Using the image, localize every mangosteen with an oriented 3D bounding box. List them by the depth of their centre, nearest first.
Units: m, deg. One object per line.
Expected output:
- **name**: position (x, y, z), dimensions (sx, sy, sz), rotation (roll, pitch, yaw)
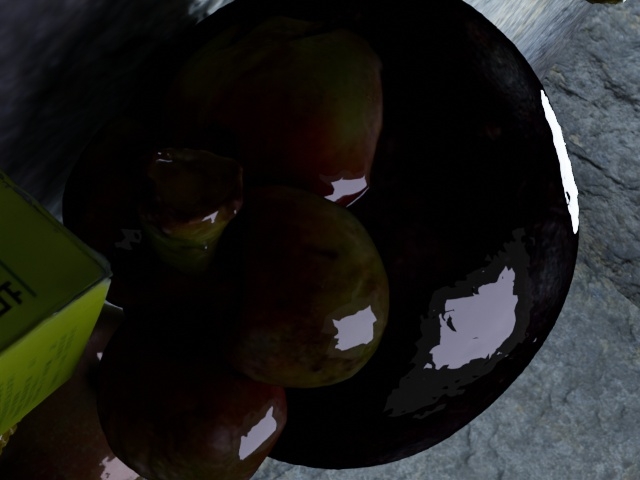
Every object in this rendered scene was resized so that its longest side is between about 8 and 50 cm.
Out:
- **mangosteen**: position (0.000, 0.000, 0.835), dimensions (0.382, 0.382, 0.435), rotation (-54, 177, 25)

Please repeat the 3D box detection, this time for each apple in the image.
- **apple**: position (-0.229, 0.153, 0.950), dimensions (0.173, 0.207, 0.188), rotation (-5, 141, -36)

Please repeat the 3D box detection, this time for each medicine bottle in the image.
- **medicine bottle**: position (-0.258, 0.074, 0.653), dimensions (0.250, 0.137, 0.141), rotation (-42, 168, -42)

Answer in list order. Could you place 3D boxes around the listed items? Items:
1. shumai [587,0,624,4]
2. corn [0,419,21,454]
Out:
- **shumai**: position (0.320, -0.404, 1.277), dimensions (0.261, 0.222, 0.225), rotation (-56, 168, 9)
- **corn**: position (-0.337, 0.191, 0.798), dimensions (0.344, 0.131, 0.131), rotation (-49, 171, -11)
